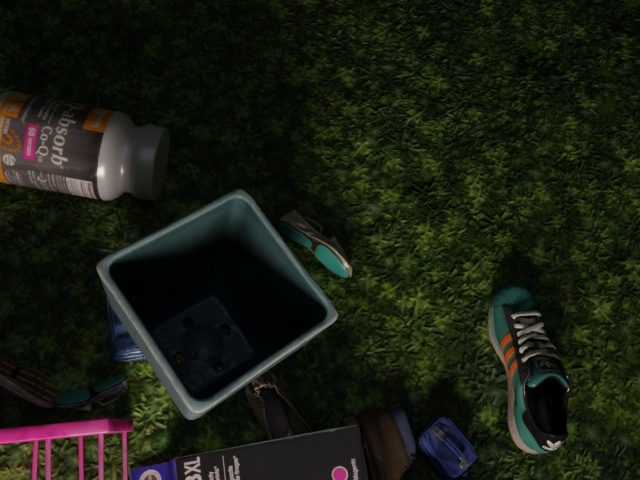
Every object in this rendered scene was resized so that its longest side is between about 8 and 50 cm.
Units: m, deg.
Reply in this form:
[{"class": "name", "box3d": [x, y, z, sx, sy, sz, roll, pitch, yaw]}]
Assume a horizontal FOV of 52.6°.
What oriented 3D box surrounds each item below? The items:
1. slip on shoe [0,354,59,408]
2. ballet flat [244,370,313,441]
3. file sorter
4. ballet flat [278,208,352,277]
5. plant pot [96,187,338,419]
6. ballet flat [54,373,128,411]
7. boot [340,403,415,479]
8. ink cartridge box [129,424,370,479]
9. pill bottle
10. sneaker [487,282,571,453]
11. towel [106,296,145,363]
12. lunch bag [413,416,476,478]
[{"class": "slip on shoe", "box3d": [-0.480, 0.229, 1.027, 0.135, 0.041, 0.051, 31, 27, -10]}, {"class": "ballet flat", "box3d": [-0.046, 0.315, 1.046, 0.084, 0.058, 0.250, -28, 75, -17]}, {"class": "file sorter", "box3d": [-0.423, 0.353, 0.898, 0.291, 0.202, 0.182, -3, 74, -8]}, {"class": "ballet flat", "box3d": [0.000, 0.000, 1.181, 0.168, 0.057, 0.052, 38, 58, 7]}, {"class": "plant pot", "box3d": [-0.169, 0.122, 0.991, 0.248, 0.252, 0.247, -31, 76, -28]}, {"class": "ballet flat", "box3d": [-0.363, 0.252, 1.035, 0.114, 0.041, 0.041, -18, 72, -18]}, {"class": "boot", "box3d": [0.123, 0.371, 1.037, 0.106, 0.082, 0.219, -20, 71, -13]}, {"class": "ink cartridge box", "box3d": [-0.105, 0.397, 0.968, 0.371, 0.069, 0.175, -11, 70, 2]}, {"class": "pill bottle", "box3d": [-0.415, -0.157, 1.122, 0.278, 0.162, 0.162, 9, 67, -4]}, {"class": "sneaker", "box3d": [0.371, 0.207, 1.117, 0.108, 0.121, 0.302, -2, 69, -10]}, {"class": "towel", "box3d": [-0.321, 0.144, 1.088, 0.067, 0.029, 0.119, -8, 70, -12]}, {"class": "lunch bag", "box3d": [0.206, 0.345, 1.068, 0.067, 0.065, 0.098, -37, 77, -20]}]
